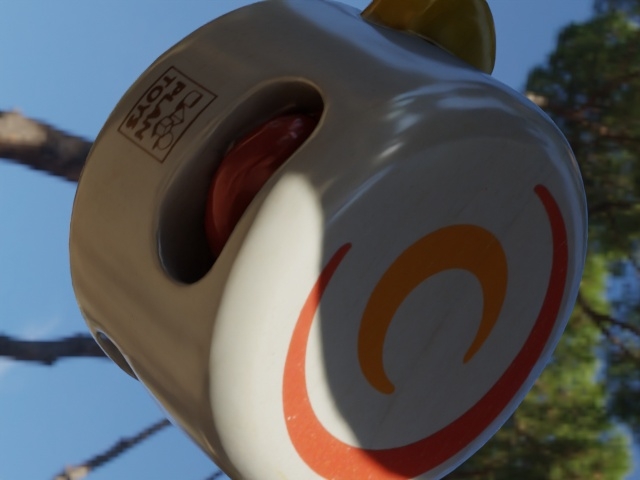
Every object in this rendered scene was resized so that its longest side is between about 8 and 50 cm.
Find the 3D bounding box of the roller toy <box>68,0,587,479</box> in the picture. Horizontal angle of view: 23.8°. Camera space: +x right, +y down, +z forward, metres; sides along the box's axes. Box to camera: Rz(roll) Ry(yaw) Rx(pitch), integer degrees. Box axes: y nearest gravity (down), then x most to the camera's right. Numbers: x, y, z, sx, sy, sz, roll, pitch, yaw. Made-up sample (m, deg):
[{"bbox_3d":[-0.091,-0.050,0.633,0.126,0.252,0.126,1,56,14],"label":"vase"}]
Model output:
[{"bbox_3d":[0.000,0.000,0.635,0.146,0.191,0.209,36,-49,43],"label":"roller toy"}]
